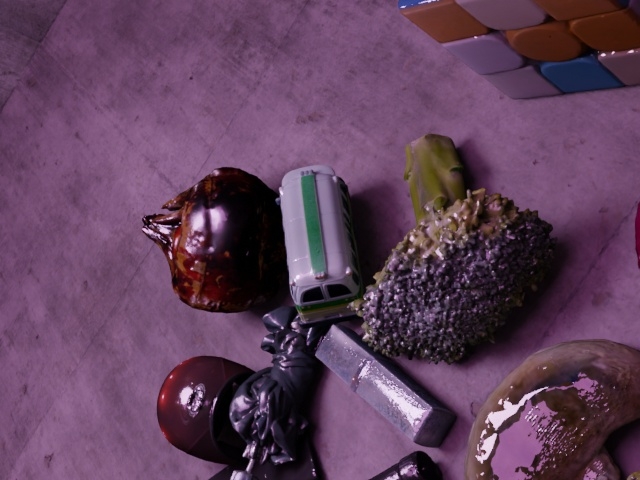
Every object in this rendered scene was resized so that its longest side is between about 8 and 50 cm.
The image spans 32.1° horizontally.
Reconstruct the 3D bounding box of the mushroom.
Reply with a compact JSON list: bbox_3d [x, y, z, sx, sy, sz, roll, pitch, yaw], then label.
[{"bbox_3d":[0.331,0.281,1.588,0.344,0.130,0.247,-48,41,18],"label":"mushroom"}]

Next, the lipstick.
[{"bbox_3d":[0.106,0.242,1.868,0.289,0.077,0.076,35,97,47],"label":"lipstick"}]

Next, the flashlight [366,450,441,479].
[{"bbox_3d":[0.087,0.418,1.800,0.232,0.093,0.093,-36,50,28],"label":"flashlight"}]

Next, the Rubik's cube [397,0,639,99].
[{"bbox_3d":[0.376,-0.453,1.725,0.346,0.344,0.347,-3,68,43],"label":"Rubik's cube"}]

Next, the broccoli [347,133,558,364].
[{"bbox_3d":[0.222,-0.015,1.802,0.353,0.275,0.397,8,61,36],"label":"broccoli"}]

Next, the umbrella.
[{"bbox_3d":[-0.079,0.282,1.986,0.143,0.094,0.349,14,70,27],"label":"umbrella"}]

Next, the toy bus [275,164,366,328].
[{"bbox_3d":[0.000,0.000,1.993,0.133,0.165,0.276,-11,58,5],"label":"toy bus"}]

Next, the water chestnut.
[{"bbox_3d":[-0.187,-0.002,2.138,0.244,0.289,0.289,14,81,37],"label":"water chestnut"}]

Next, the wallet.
[{"bbox_3d":[-0.115,0.443,2.031,0.285,0.030,0.146,-41,49,24],"label":"wallet"}]

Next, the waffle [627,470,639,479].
[{"bbox_3d":[0.490,0.349,1.465,0.183,0.036,0.169,-42,49,24],"label":"waffle"}]

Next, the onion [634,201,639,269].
[{"bbox_3d":[0.533,-0.039,1.324,0.398,0.420,0.398,-29,43,31],"label":"onion"}]

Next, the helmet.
[{"bbox_3d":[-0.208,0.311,2.071,0.216,0.193,0.189,115,173,-75],"label":"helmet"}]
